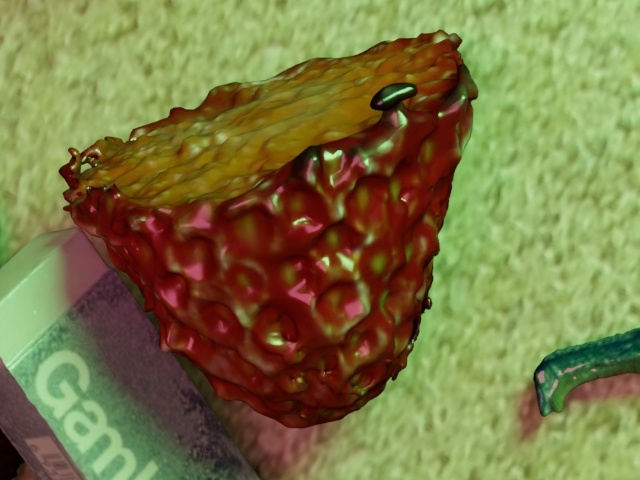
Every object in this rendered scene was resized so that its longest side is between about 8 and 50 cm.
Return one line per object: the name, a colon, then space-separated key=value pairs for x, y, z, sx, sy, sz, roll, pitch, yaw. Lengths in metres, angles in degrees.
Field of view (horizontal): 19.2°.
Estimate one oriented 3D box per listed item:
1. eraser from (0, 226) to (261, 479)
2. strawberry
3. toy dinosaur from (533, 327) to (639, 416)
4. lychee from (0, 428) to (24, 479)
eraser: x=-0.105 y=0.103 z=0.994 sx=0.046 sy=0.092 sz=0.212 roll=-11 pitch=119 yaw=48
strawberry: x=0.000 y=0.000 z=0.979 sx=0.234 sy=0.234 sz=0.178 roll=-17 pitch=109 yaw=11
toy dinosaur: x=0.276 y=0.002 z=0.966 sx=0.363 sy=0.076 sz=0.147 roll=-46 pitch=75 yaw=12
lychee: x=-0.249 y=0.093 z=1.024 sx=0.194 sy=0.194 sz=0.194 roll=0 pitch=90 yaw=12
